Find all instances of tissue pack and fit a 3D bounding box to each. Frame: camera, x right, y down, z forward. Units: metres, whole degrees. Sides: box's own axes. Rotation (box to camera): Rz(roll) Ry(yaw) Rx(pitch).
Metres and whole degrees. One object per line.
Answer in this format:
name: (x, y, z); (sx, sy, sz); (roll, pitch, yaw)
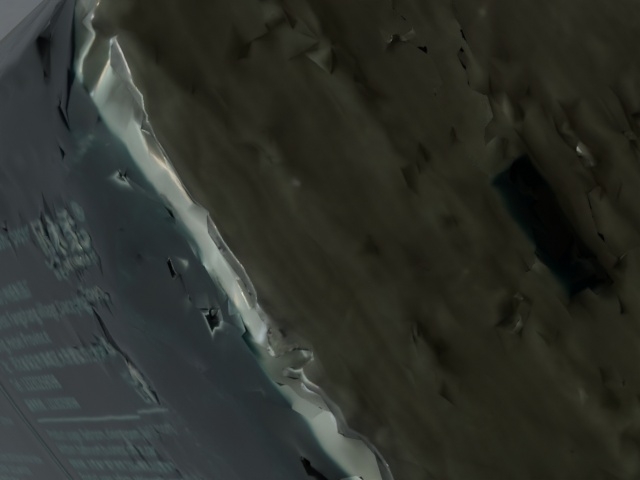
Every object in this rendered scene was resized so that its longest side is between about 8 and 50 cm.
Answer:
tissue pack: (0.000, 0.000, 0.688); (0.253, 0.416, 0.264); (-41, -81, -24)
